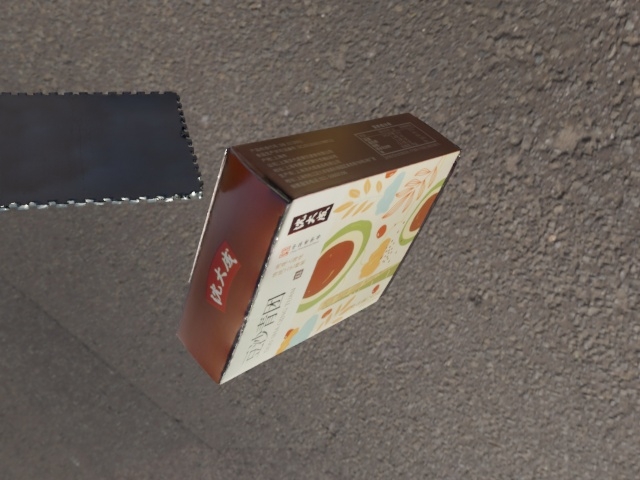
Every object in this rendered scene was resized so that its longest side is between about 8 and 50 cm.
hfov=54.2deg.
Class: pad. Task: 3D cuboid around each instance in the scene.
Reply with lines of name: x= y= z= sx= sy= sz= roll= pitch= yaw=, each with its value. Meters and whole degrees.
pad: x=-0.303 y=-0.129 z=0.822 sx=0.269 sy=0.269 sz=0.012 roll=-4 pitch=132 yaw=-18

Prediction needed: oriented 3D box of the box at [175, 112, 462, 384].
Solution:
box: x=0.000 y=0.000 z=0.949 sx=0.122 sy=0.385 sz=0.344 roll=43 pitch=130 yaw=25
